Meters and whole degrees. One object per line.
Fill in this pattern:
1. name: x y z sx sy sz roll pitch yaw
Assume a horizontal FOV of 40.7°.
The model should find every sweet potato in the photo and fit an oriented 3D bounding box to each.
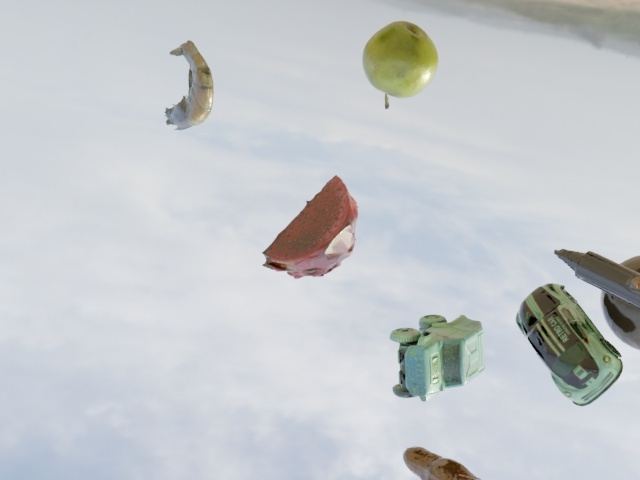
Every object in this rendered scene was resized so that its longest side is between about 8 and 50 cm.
1. sweet potato: 0.288 0.516 1.791 0.095 0.106 0.355 -3 -176 -32

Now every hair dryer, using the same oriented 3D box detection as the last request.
1. hair dryer: 0.537 0.083 1.428 0.352 0.107 0.189 29 163 32

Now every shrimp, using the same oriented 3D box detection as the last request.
1. shrimp: -0.240 -0.272 1.534 0.051 0.150 0.217 -10 178 -30

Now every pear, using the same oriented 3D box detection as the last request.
1. pear: 0.178 -0.408 2.041 0.180 0.216 0.166 12 -135 -18

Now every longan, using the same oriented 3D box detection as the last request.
1. longan: 0.695 0.128 1.831 0.198 0.198 0.212 23 -122 37

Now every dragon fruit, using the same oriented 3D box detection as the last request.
1. dragon fruit: 0.000 0.000 1.918 0.163 0.262 0.189 48 172 -18

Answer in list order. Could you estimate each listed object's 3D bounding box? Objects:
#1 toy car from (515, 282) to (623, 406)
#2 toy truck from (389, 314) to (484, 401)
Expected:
1. toy car: 0.503 0.202 1.817 0.125 0.136 0.305 28 -157 -34
2. toy truck: 0.269 0.260 1.961 0.156 0.154 0.279 0 -172 31
